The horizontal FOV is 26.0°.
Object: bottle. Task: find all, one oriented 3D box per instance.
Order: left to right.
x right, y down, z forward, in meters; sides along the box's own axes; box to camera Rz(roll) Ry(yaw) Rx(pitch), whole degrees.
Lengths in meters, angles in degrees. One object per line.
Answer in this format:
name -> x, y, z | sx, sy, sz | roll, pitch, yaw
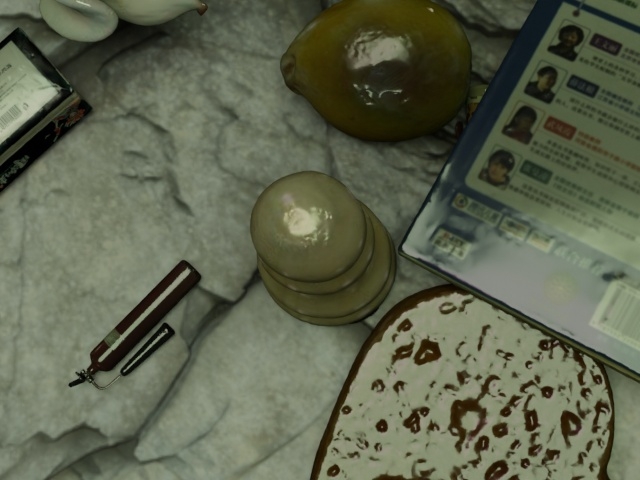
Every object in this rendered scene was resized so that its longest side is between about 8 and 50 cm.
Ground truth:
bottle -> 0.170, -0.107, 1.417 | 0.047, 0.063, 0.101 | 5, 85, -23

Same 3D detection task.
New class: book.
book -> 0.303, -0.104, 1.346 | 0.300, 0.039, 0.428 | 29, 83, 16

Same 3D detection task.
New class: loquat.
loquat -> 0.058, -0.174, 1.387 | 0.195, 0.152, 0.152 | 0, 82, -8

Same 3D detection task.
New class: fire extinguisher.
fire extinguisher -> -0.186, 0.095, 1.431 | 0.173, 0.035, 0.049 | -45, 119, -2

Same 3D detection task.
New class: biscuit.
biscuit -> 0.155, 0.231, 1.365 | 0.314, 0.063, 0.367 | 21, 85, 4

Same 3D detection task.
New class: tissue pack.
tissue pack -> -0.337, -0.124, 1.442 | 0.170, 0.090, 0.103 | -41, 81, -3

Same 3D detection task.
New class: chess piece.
chess piece -> 0.000, 0.000, 1.311 | 0.143, 0.261, 0.142 | -1, 79, 4

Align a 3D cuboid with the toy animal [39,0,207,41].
toy animal -> -0.217, -0.355, 1.406 | 0.183, 0.247, 0.310 | 10, 96, -28
